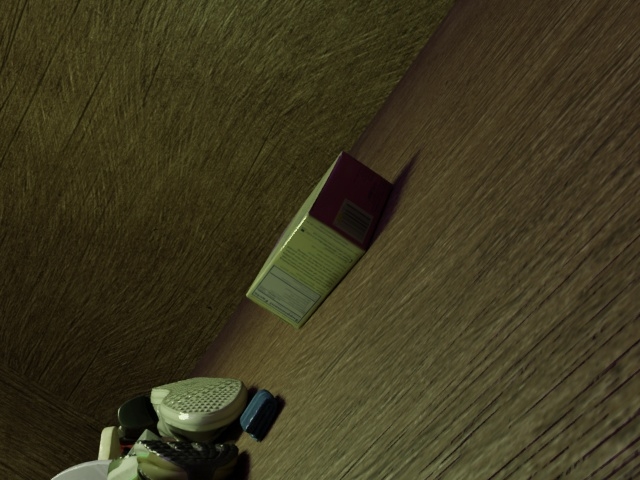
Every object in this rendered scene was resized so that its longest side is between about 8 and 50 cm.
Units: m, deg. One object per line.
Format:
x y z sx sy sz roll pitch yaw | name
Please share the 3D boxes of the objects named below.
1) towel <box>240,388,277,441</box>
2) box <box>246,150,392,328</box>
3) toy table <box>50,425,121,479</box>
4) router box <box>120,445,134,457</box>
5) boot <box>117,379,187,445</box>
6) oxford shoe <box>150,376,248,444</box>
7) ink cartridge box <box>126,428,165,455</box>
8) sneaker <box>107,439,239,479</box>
-0.091 0.258 1.130 0.067 0.029 0.119 -58 5 -9 | towel
0.000 0.000 1.374 0.243 0.117 0.213 -51 8 39 | box
-0.449 0.543 1.624 0.161 0.275 0.252 -21 -67 -86 | toy table
-0.525 0.667 1.856 0.301 0.082 0.335 167 124 -80 | router box
-0.371 0.420 1.807 0.229 0.263 0.091 113 145 -59 | boot
-0.237 0.345 1.481 0.449 0.169 0.130 158 102 -67 | oxford shoe
-0.307 0.438 1.467 0.072 0.127 0.175 -55 6 -14 | ink cartridge box
-0.227 0.409 1.154 0.410 0.158 0.181 135 136 -57 | sneaker
